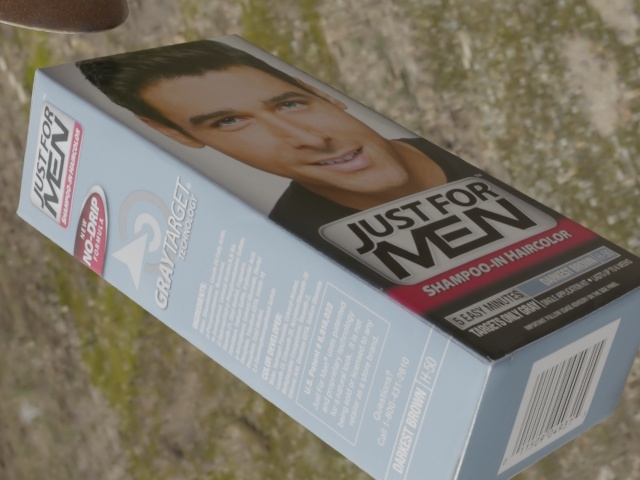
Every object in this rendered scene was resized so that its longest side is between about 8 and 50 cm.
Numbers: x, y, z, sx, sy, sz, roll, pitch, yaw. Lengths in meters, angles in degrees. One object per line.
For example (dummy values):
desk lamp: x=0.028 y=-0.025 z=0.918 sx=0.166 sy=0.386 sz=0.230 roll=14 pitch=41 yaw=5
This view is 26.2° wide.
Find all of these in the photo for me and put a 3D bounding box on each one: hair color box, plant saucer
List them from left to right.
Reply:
plant saucer: x=-0.204 y=-0.185 z=0.905 sx=0.168 sy=0.168 sz=0.029 roll=44 pitch=123 yaw=38
hair color box: x=0.000 y=0.000 z=0.865 sx=0.374 sy=0.185 sz=0.114 roll=32 pitch=123 yaw=32
